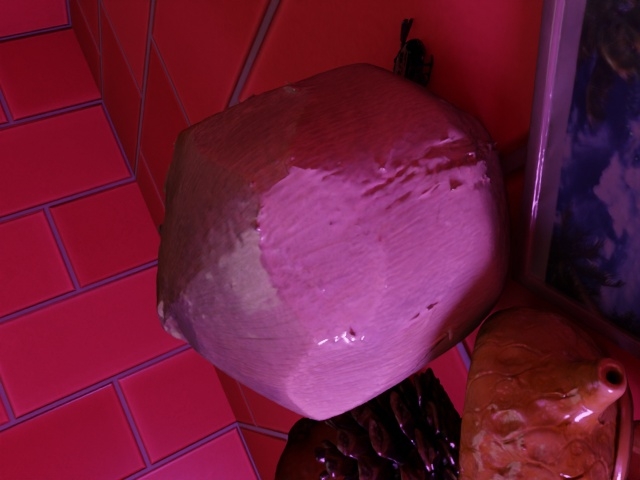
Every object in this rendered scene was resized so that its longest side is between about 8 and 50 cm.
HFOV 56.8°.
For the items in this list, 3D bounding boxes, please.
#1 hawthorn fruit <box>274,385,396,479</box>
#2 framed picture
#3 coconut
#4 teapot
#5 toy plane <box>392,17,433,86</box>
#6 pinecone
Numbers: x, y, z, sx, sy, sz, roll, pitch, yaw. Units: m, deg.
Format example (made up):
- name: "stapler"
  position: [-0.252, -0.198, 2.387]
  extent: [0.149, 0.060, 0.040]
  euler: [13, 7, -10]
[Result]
- name: "hawthorn fruit"
  position: [0.082, 0.359, 0.882]
  extent: [0.311, 0.295, 0.295]
  euler: [13, 126, 33]
- name: "framed picture"
  position: [0.253, -0.043, 0.457]
  extent: [0.232, 0.024, 0.315]
  euler: [38, 144, 48]
- name: "coconut"
  position: [0.000, 0.000, 0.626]
  extent: [0.346, 0.360, 0.346]
  euler: [49, 152, 37]
- name: "teapot"
  position: [0.225, 0.175, 0.559]
  extent: [0.166, 0.204, 0.311]
  euler: [6, 150, 19]
- name: "toy plane"
  position: [0.096, -0.185, 0.670]
  extent: [0.049, 0.031, 0.121]
  euler: [56, 153, 39]
- name: "pinecone"
  position: [0.091, 0.249, 0.694]
  extent: [0.208, 0.207, 0.208]
  euler: [48, 150, 40]
